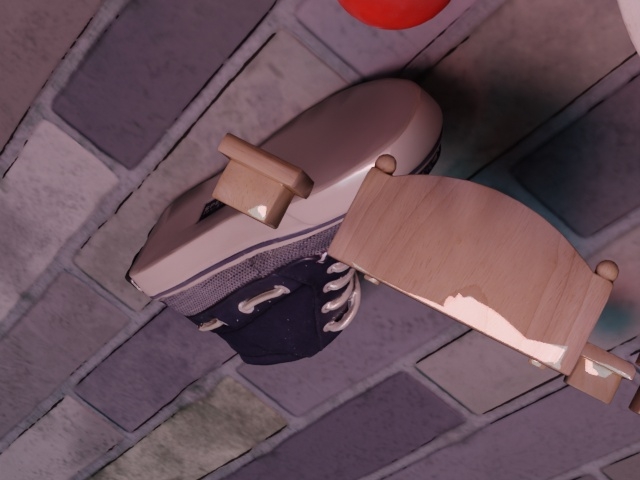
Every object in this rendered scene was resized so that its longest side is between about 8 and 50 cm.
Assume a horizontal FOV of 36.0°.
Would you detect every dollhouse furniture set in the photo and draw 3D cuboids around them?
[{"bbox_3d":[0.150,-0.009,0.635,0.355,0.174,0.303,27,178,9],"label":"dollhouse furniture set"}]

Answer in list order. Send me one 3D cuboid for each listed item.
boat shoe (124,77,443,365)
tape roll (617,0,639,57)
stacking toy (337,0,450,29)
[{"bbox_3d":[0.000,0.000,0.791,0.158,0.127,0.340,41,141,-24],"label":"boat shoe"},{"bbox_3d":[0.348,-0.182,0.499,0.392,0.072,0.392,13,133,14],"label":"tape roll"},{"bbox_3d":[0.091,-0.202,0.509,0.141,0.141,0.330,40,160,-13],"label":"stacking toy"}]
